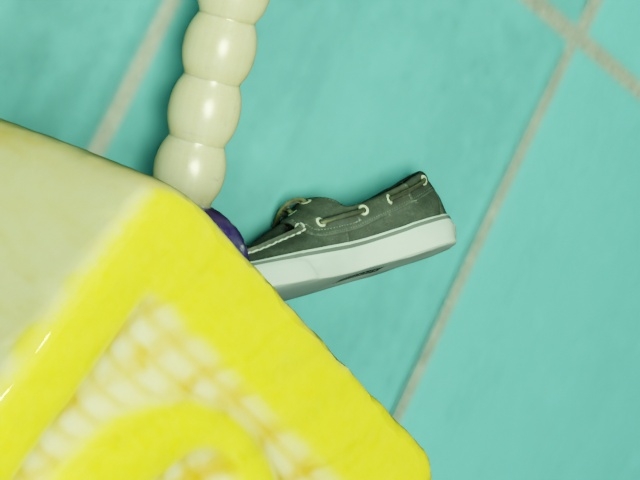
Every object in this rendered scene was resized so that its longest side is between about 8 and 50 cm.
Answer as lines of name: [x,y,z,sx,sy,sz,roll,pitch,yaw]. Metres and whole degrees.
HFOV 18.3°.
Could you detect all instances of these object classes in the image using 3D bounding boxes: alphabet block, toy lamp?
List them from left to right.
alphabet block: [-0.116,0.079,0.689,0.192,0.197,0.193,-57,135,-14]
toy lamp: [-0.032,-0.119,0.789,0.080,0.080,0.274,9,100,-46]

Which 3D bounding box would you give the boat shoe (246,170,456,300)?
boat shoe: [0.000,0.000,0.890,0.142,0.049,0.040,-14,81,-39]
